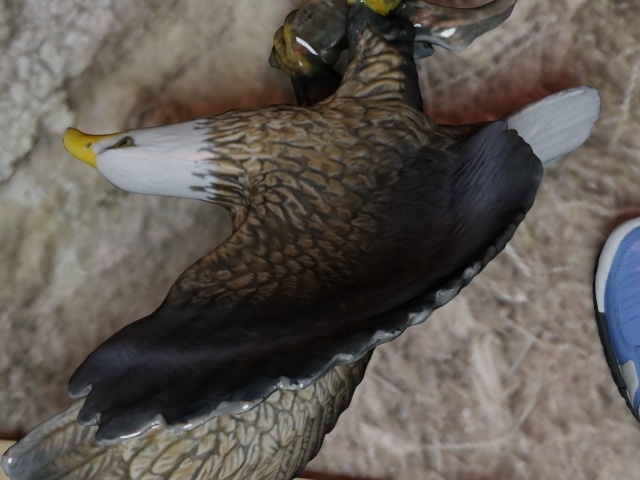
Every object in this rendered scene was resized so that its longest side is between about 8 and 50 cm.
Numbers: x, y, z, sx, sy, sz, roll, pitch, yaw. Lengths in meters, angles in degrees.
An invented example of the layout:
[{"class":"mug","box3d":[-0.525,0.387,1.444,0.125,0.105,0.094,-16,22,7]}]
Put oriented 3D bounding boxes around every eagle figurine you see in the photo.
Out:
[{"class":"eagle figurine","box3d":[-0.011,0.000,0.604,0.225,0.226,0.298,-8,54,26]}]

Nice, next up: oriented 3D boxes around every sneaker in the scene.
[{"class":"sneaker","box3d":[0.190,0.084,0.656,0.080,0.081,0.211,-21,79,-1]}]

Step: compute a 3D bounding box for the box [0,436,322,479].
[{"class":"box","box3d":[-0.073,0.187,0.674,0.201,0.021,0.164,8,80,3]}]
